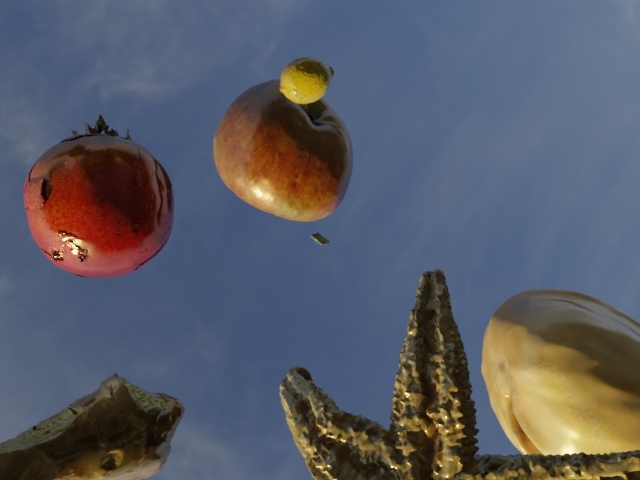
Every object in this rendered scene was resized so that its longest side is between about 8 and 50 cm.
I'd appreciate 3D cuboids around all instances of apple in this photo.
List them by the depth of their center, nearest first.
[{"bbox_3d":[-0.069,-0.190,1.303,0.277,0.309,0.250,-3,-58,-63],"label":"apple"}]

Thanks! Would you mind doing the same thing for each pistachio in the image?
[{"bbox_3d":[0.334,0.191,0.781,0.308,0.230,0.230,30,-111,2],"label":"pistachio"}]

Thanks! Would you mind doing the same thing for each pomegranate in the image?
[{"bbox_3d":[-0.314,-0.060,0.916,0.210,0.210,0.235,9,-124,-30],"label":"pomegranate"}]

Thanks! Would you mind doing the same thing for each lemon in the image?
[{"bbox_3d":[-0.019,-0.220,0.874,0.083,0.062,0.062,-22,-83,-16],"label":"lemon"}]

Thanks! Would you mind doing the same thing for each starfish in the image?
[{"bbox_3d":[0.070,0.134,0.401,0.048,0.295,0.231,42,-155,-59],"label":"starfish"}]

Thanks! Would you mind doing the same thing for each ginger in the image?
[{"bbox_3d":[-0.264,0.228,0.608,0.294,0.086,0.131,-27,-48,-37],"label":"ginger"}]

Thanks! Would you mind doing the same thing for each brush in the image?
[{"bbox_3d":[0.000,0.000,1.068,0.016,0.083,0.013,-14,-78,-11],"label":"brush"}]
